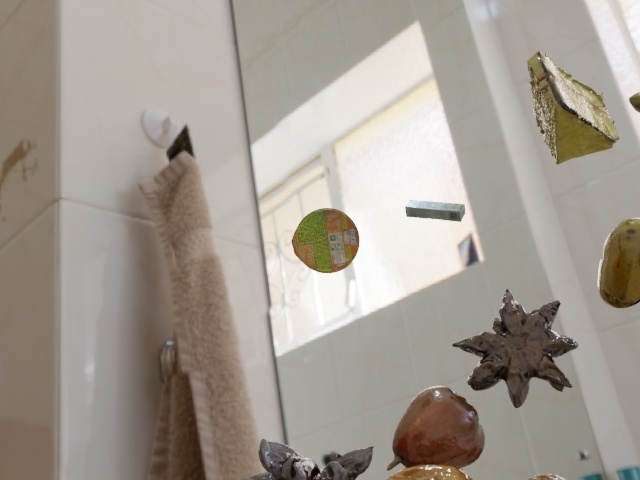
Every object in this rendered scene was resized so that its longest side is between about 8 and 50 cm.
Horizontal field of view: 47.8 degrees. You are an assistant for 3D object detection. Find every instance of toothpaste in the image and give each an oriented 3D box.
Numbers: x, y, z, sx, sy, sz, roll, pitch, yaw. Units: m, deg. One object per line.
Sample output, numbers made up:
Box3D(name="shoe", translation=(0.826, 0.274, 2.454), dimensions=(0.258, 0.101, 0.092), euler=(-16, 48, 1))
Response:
Box3D(name="toothpaste", translation=(0.318, -0.082, 2.000), dimensions=(0.164, 0.046, 0.034), euler=(7, -55, 28))

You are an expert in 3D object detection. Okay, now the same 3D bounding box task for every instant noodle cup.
Box3D(name="instant noodle cup", translation=(0.000, 0.000, 1.849), dimensions=(0.169, 0.168, 0.185), euler=(-5, 1, -9))

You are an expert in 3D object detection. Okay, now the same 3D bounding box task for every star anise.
Box3D(name="star anise", translation=(0.487, 0.262, 1.809), dimensions=(0.316, 0.315, 0.108), euler=(-15, -27, 13))
Box3D(name="star anise", translation=(-0.015, 0.446, 1.281), dimensions=(0.283, 0.212, 0.129), euler=(9, 24, 19))

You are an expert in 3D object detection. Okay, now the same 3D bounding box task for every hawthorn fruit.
Box3D(name="hawthorn fruit", translation=(0.256, 0.464, 1.692), dimensions=(0.251, 0.199, 0.199), euler=(-32, -22, -11))

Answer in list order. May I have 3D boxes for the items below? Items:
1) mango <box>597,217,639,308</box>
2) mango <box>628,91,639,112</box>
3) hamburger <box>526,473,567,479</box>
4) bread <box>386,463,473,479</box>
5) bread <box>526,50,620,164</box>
Box3D(name="mango", translation=(0.757, 0.062, 1.779), dimensions=(0.130, 0.167, 0.261), euler=(4, -56, -3))
Box3D(name="mango", translation=(1.053, -0.381, 2.074), dimensions=(0.317, 0.119, 0.176), euler=(13, 16, 17))
Box3D(name="hamburger", translation=(0.602, 0.745, 1.864), dimensions=(0.243, 0.285, 0.146), euler=(-28, -37, 33))
Box3D(name="bread", translation=(0.224, 0.533, 1.494), dimensions=(0.191, 0.132, 0.114), euler=(-8, -62, 10))
Box3D(name="bread", translation=(0.685, -0.385, 1.978), dimensions=(0.199, 0.263, 0.236), euler=(-20, -47, 15))
